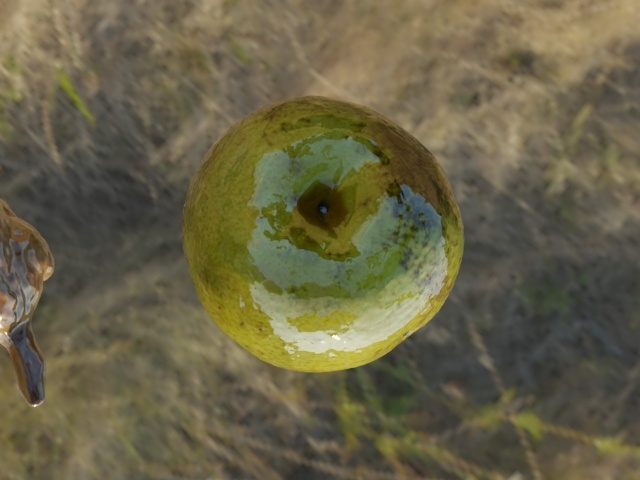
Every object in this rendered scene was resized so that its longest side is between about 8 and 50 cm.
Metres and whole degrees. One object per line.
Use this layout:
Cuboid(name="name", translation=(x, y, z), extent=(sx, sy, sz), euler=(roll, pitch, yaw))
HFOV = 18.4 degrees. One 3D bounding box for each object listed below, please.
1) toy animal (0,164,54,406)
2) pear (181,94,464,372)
Cuboid(name="toy animal", translation=(-0.217, 0.003, 1.206), extent=(0.104, 0.184, 0.185), euler=(-27, 166, -13))
Cuboid(name="pear", translation=(0.000, 0.000, 1.388), extent=(0.197, 0.197, 0.197), euler=(-18, 127, -25))
